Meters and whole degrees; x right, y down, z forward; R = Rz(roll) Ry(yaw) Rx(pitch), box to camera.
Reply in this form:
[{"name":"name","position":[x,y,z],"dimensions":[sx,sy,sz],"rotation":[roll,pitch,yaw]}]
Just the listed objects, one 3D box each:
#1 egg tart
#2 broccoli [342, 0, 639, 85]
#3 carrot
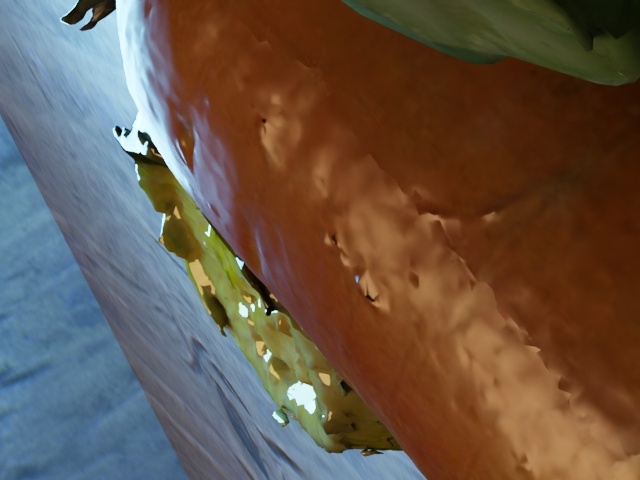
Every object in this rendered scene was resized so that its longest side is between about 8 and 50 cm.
[{"name":"egg tart","position":[0.000,0.000,1.016],"dimensions":[0.345,0.132,0.345],"rotation":[54,167,19]},{"name":"broccoli","position":[0.054,-0.148,0.360],"dimensions":[0.269,0.242,0.261],"rotation":[35,161,-35]},{"name":"carrot","position":[0.046,-0.061,0.595],"dimensions":[0.331,0.193,0.214],"rotation":[49,-174,21]}]
